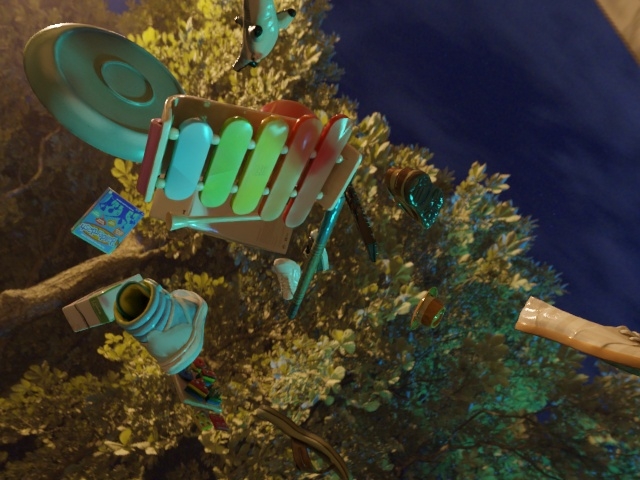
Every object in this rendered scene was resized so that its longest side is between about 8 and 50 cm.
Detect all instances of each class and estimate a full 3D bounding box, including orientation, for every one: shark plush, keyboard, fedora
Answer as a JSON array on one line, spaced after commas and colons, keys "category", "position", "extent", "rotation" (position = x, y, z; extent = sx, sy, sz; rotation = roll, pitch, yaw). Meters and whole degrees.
[{"category": "shark plush", "position": [-0.092, -0.295, 0.563], "extent": [0.073, 0.161, 0.067], "rotation": [-43, -84, -16]}, {"category": "keyboard", "position": [0.073, -0.054, 0.786], "extent": [0.023, 0.108, 0.180], "rotation": [-21, -124, 3]}, {"category": "fedora", "position": [0.409, 0.266, 1.488], "extent": [0.079, 0.194, 0.194], "rotation": [29, -129, 28]}]

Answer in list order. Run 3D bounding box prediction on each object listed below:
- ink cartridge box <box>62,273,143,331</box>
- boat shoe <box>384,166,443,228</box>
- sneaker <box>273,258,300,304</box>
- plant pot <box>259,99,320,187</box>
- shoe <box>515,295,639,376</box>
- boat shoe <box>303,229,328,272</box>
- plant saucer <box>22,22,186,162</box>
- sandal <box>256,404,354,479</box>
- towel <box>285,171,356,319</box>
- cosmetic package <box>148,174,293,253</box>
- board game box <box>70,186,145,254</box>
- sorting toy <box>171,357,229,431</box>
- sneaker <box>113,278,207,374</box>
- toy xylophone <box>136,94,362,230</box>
[{"category": "ink cartridge box", "position": [-0.680, 0.199, 1.278], "extent": [0.160, 0.219, 0.093], "rotation": [-40, -71, -58]}, {"category": "boat shoe", "position": [0.286, -0.139, 1.229], "extent": [0.119, 0.324, 0.123], "rotation": [31, -94, 33]}, {"category": "sneaker", "position": [-0.118, 0.165, 1.534], "extent": [0.090, 0.232, 0.115], "rotation": [-7, -135, 20]}, {"category": "plant pot", "position": [-0.140, -0.315, 1.408], "extent": [0.274, 0.275, 0.243], "rotation": [19, -134, -3]}, {"category": "shoe", "position": [0.368, 0.128, 0.538], "extent": [0.076, 0.219, 0.058], "rotation": [25, -95, -30]}, {"category": "boat shoe", "position": [-0.018, 0.049, 1.384], "extent": [0.070, 0.219, 0.078], "rotation": [-22, -126, -7]}, {"category": "plant saucer", "position": [-0.379, -0.294, 0.778], "extent": [0.317, 0.043, 0.318], "rotation": [31, -139, -32]}, {"category": "sandal", "position": [-0.050, 0.538, 1.034], "extent": [0.302, 0.120, 0.086], "rotation": [27, -123, 18]}, {"category": "towel", "position": [0.000, 0.000, 1.094], "extent": [0.040, 0.370, 0.271], "rotation": [23, -157, 2]}, {"category": "cosmetic package", "position": [-0.263, -0.078, 1.149], "extent": [0.196, 0.365, 0.155], "rotation": [12, -96, 38]}, {"category": "board game box", "position": [-0.813, -0.073, 1.543], "extent": [0.210, 0.160, 0.047], "rotation": [-51, -142, -6]}, {"category": "sorting toy", "position": [-0.317, 0.385, 1.061], "extent": [0.046, 0.132, 0.274], "rotation": [-49, -138, -1]}, {"category": "sneaker", "position": [-0.377, 0.149, 0.954], "extent": [0.127, 0.319, 0.208], "rotation": [-37, -66, -6]}, {"category": "toy xylophone", "position": [-0.101, -0.092, 0.587], "extent": [0.322, 0.236, 0.081], "rotation": [-8, -131, -33]}]
